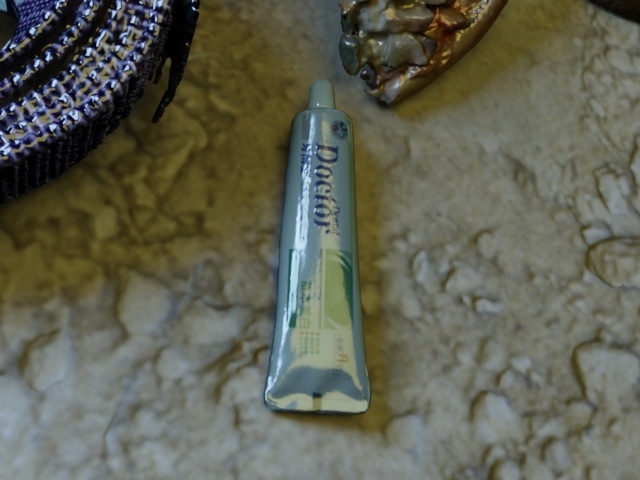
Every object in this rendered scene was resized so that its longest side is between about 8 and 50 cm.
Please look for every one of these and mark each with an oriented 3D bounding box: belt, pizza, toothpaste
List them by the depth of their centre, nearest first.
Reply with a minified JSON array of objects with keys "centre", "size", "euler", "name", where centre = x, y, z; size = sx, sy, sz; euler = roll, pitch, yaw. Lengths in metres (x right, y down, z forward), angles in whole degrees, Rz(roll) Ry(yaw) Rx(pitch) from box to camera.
[{"centre":[-0.233,-0.141,0.645],"size":[0.325,0.122,0.260],"euler":[-22,87,-15],"name":"belt"},{"centre":[0.000,0.000,0.728],"size":[0.064,0.041,0.218],"euler":[3,69,-6],"name":"toothpaste"},{"centre":[0.054,-0.202,0.770],"size":[0.195,0.052,0.185],"euler":[45,74,-29],"name":"pizza"}]

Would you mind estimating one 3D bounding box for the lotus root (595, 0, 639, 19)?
[{"centre":[0.233,-0.266,0.902],"size":[0.261,0.074,0.170],"euler":[40,64,1],"name":"lotus root"}]
